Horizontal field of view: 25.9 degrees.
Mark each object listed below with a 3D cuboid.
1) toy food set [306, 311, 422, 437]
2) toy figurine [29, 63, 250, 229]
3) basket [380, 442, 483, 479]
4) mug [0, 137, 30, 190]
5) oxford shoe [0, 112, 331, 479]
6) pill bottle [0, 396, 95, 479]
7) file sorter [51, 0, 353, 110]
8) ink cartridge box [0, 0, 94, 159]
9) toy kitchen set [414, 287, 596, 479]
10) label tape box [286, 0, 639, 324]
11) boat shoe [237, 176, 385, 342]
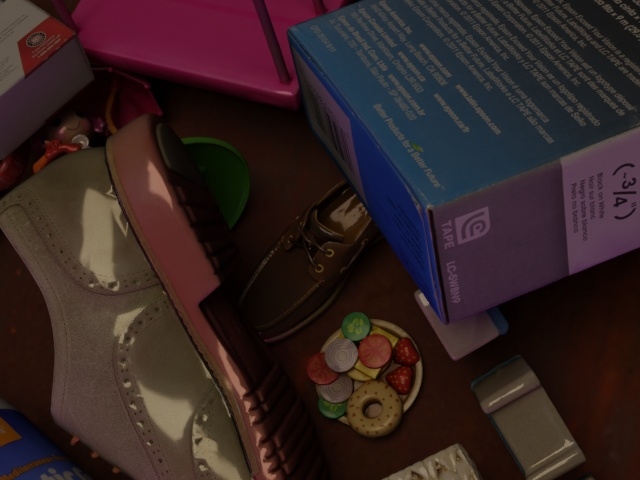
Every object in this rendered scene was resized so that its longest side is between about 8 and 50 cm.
[{"bbox_3d":[0.032,0.096,1.007,0.082,0.020,0.083,28,83,22],"label":"toy food set"},{"bbox_3d":[-0.166,-0.065,1.062,0.173,0.130,0.159,-22,52,-21],"label":"toy figurine"},{"bbox_3d":[0.089,0.228,0.903,0.103,0.113,0.167,-29,68,1],"label":"basket"},{"bbox_3d":[-0.303,-0.087,1.123,0.150,0.113,0.169,1,68,-4],"label":"mug"},{"bbox_3d":[-0.093,0.122,0.942,0.146,0.140,0.397,-22,87,8],"label":"oxford shoe"},{"bbox_3d":[-0.233,0.204,0.978,0.272,0.152,0.152,37,86,22],"label":"pill bottle"},{"bbox_3d":[-0.067,-0.282,1.028,0.202,0.182,0.291,15,63,20],"label":"file sorter"},{"bbox_3d":[-0.253,-0.136,1.042,0.135,0.056,0.099,34,68,29],"label":"ink cartridge box"},{"bbox_3d":[0.186,0.080,0.937,0.166,0.122,0.207,-31,88,5],"label":"toy kitchen set"},{"bbox_3d":[0.177,-0.107,0.921,0.333,0.106,0.240,-22,40,-8],"label":"label tape box"},{"bbox_3d":[0.001,0.000,1.024,0.178,0.060,0.064,-44,67,0],"label":"boat shoe"}]
